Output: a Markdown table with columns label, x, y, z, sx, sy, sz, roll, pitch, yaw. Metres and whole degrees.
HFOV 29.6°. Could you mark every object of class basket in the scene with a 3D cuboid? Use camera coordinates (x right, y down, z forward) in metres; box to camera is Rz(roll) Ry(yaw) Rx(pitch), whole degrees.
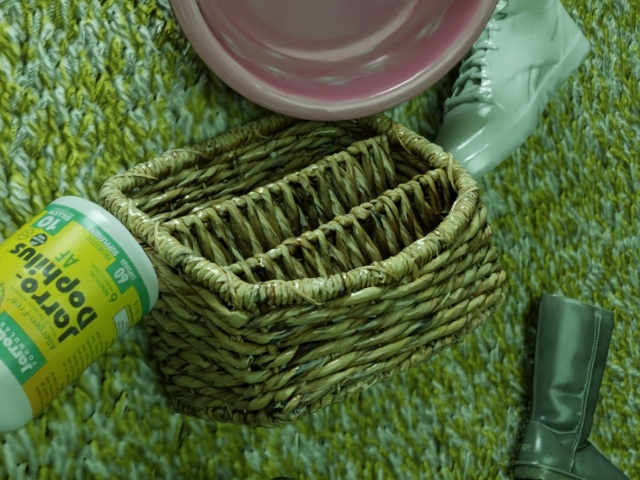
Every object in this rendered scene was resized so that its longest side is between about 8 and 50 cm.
| label | x | y | z | sx | sy | sz | roll | pitch | yaw |
| --- | --- | --- | --- | --- | --- | --- | --- | --- | --- |
| basket | 0.000 | 0.000 | 1.037 | 0.299 | 0.213 | 0.223 | -24 | 103 | -35 |

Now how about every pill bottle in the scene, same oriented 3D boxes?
| label | x | y | z | sx | sy | sz | roll | pitch | yaw |
| --- | --- | --- | --- | --- | --- | --- | --- | --- | --- |
| pill bottle | -0.233 | 0.070 | 0.919 | 0.208 | 0.118 | 0.117 | -44 | 113 | -29 |

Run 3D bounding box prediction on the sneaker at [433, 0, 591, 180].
| label | x | y | z | sx | sy | sz | roll | pitch | yaw |
| --- | --- | --- | --- | --- | --- | --- | --- | --- | --- |
| sneaker | 0.159 | -0.188 | 1.242 | 0.169 | 0.108 | 0.292 | 55 | 49 | -19 |

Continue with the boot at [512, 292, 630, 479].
| label | x | y | z | sx | sy | sz | roll | pitch | yaw |
| --- | --- | --- | --- | --- | --- | --- | --- | --- | --- |
| boot | 0.295 | 0.179 | 1.347 | 0.190 | 0.076 | 0.208 | 25 | 66 | -36 |

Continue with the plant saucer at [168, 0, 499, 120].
| label | x | y | z | sx | sy | sz | roll | pitch | yaw |
| --- | --- | --- | --- | --- | --- | --- | --- | --- | --- |
| plant saucer | 0.012 | -0.274 | 1.072 | 0.332 | 0.084 | 0.332 | -8 | 114 | -19 |

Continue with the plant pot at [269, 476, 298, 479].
| label | x | y | z | sx | sy | sz | roll | pitch | yaw |
| --- | --- | --- | --- | --- | --- | --- | --- | --- | --- |
| plant pot | -0.068 | 0.332 | 0.962 | 0.276 | 0.276 | 0.253 | -10 | 83 | -37 |
